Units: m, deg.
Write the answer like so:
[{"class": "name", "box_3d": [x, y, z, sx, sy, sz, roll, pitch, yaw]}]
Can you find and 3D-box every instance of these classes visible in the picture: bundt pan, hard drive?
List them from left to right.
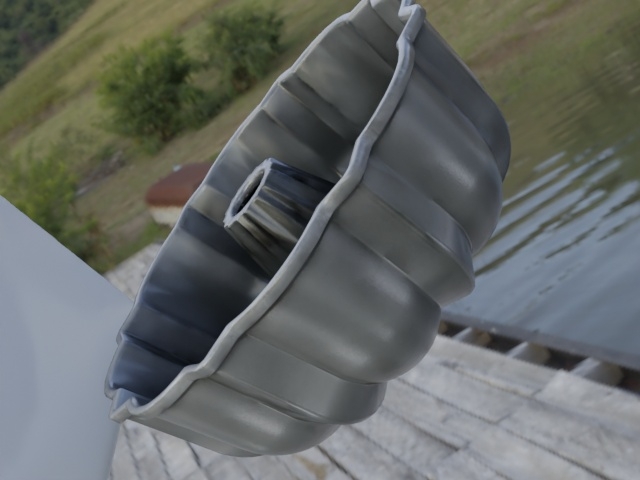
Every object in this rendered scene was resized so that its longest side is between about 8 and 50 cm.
[{"class": "hard drive", "box_3d": [-0.231, 0.128, 0.707, 0.040, 0.203, 0.307, -22, 42, 27]}, {"class": "bundt pan", "box_3d": [0.000, 0.000, 0.648, 0.331, 0.124, 0.331, -48, 19, 23]}]
